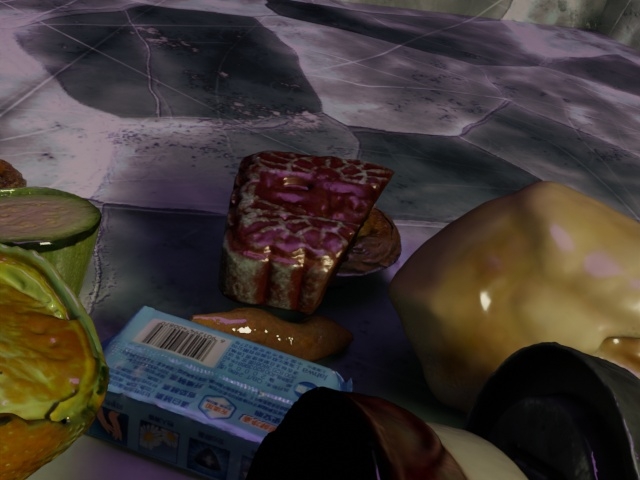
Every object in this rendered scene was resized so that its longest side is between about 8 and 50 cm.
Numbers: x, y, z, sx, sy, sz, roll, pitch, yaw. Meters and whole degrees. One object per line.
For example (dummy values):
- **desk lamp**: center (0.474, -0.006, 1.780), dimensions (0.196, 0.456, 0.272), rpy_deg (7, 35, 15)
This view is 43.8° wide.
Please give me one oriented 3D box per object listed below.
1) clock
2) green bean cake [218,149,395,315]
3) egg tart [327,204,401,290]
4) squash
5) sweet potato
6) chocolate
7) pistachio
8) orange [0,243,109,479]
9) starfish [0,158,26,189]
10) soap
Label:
- **clock**: center (0.178, 0.221, 0.615), dimensions (0.055, 0.280, 0.280), rpy_deg (13, 28, -13)
- **green bean cake**: center (-0.018, -0.017, 0.964), dimensions (0.199, 0.097, 0.232), rpy_deg (11, 39, 0)
- **egg tart**: center (0.000, 0.000, 1.120), dimensions (0.234, 0.094, 0.234), rpy_deg (8, 28, -4)
- **squash**: center (-0.343, 0.012, 0.926), dimensions (0.170, 0.122, 0.170), rpy_deg (9, 29, -5)
- **sweet potato**: center (-0.049, 0.112, 0.921), dimensions (0.218, 0.051, 0.065), rpy_deg (10, 46, -34)
- **chocolate**: center (0.058, 0.245, 0.547), dimensions (0.186, 0.283, 0.283), rpy_deg (13, 27, -19)
- **pistachio**: center (0.288, 0.083, 0.881), dimensions (0.446, 0.281, 0.365), rpy_deg (5, 9, -28)
- **orange**: center (-0.354, 0.114, 0.668), dimensions (0.335, 0.196, 0.262), rpy_deg (-11, 51, -29)
- **starfish**: center (-0.490, -0.046, 1.035), dimensions (0.299, 0.060, 0.302), rpy_deg (29, 33, 22)
- **soap**: center (-0.112, 0.159, 0.805), dimensions (0.293, 0.077, 0.156), rpy_deg (18, 30, 11)
